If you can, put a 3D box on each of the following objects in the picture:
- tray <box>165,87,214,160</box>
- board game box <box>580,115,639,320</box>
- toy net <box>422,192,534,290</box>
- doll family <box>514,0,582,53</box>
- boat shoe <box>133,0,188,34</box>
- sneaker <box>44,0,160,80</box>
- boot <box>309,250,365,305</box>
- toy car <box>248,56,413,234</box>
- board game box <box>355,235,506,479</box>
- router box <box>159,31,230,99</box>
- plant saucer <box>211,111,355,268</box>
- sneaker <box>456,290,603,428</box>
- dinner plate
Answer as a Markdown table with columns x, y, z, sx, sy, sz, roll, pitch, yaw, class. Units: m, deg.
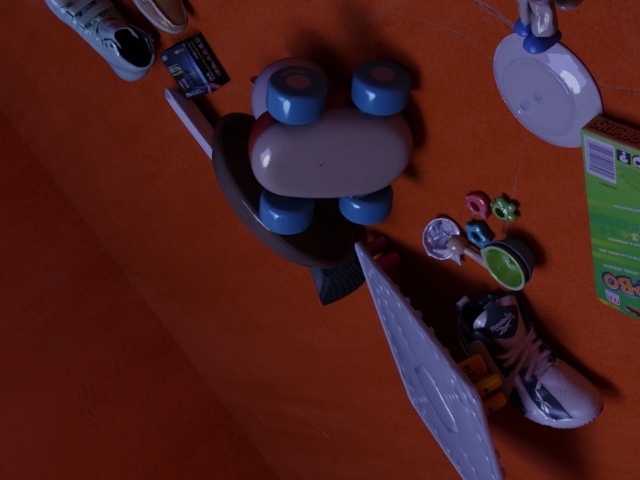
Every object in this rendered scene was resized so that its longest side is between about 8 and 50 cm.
| x | y | z | sx | sy | sz | roll | pitch | yaw | class |
| --- | --- | --- | --- | --- | --- | --- | --- | --- | --- |
| -0.184 | -0.160 | 1.762 | 0.270 | 0.030 | 0.145 | 54 | 175 | -7 | tray |
| 0.338 | -0.004 | 1.036 | 0.124 | 0.039 | 0.259 | 30 | 149 | 40 | board game box |
| 0.189 | -0.002 | 1.310 | 0.122 | 0.045 | 0.232 | 58 | 157 | -18 | toy net |
| 0.163 | -0.297 | 0.853 | 0.263 | 0.118 | 0.163 | 55 | 173 | 43 | doll family |
| -0.262 | -0.406 | 1.523 | 0.190 | 0.068 | 0.072 | 53 | 146 | -5 | boat shoe |
| -0.378 | -0.391 | 1.718 | 0.256 | 0.094 | 0.151 | 47 | 165 | -17 | sneaker |
| 0.000 | 0.000 | 1.658 | 0.161 | 0.083 | 0.246 | 59 | 170 | 23 | boot |
| -0.006 | -0.170 | 1.309 | 0.238 | 0.210 | 0.219 | -110 | 19 | -44 | toy car |
| 0.194 | 0.229 | 1.502 | 0.390 | 0.050 | 0.390 | 54 | 169 | 52 | board game box |
| -0.209 | -0.285 | 1.637 | 0.092 | 0.038 | 0.122 | 58 | 157 | -16 | router box |
| -0.057 | -0.067 | 1.444 | 0.041 | 0.278 | 0.278 | -40 | 89 | 24 | plant saucer |
| 0.266 | 0.147 | 1.329 | 0.235 | 0.094 | 0.153 | 42 | 167 | 46 | sneaker |
| 0.232 | -0.153 | 1.036 | 0.141 | 0.017 | 0.141 | 43 | 157 | 22 | dinner plate |
